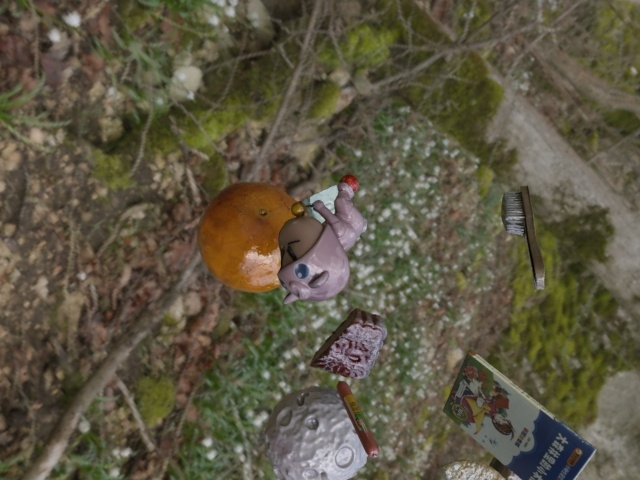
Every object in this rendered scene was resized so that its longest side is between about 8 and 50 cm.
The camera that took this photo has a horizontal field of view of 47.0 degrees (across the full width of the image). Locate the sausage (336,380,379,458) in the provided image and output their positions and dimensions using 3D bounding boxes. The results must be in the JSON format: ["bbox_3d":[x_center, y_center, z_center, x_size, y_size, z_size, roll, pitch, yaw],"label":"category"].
[{"bbox_3d":[0.075,0.367,1.530,0.029,0.029,0.223,-38,-143,6],"label":"sausage"}]

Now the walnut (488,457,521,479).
[{"bbox_3d":[0.629,0.786,2.469,0.162,0.140,0.140,-53,175,6],"label":"walnut"}]

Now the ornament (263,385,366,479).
[{"bbox_3d":[-0.015,0.615,2.315,0.337,0.337,0.337,-37,177,-2],"label":"ornament"}]

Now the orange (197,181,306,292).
[{"bbox_3d":[-0.163,-0.012,1.834,0.284,0.284,0.226,-36,168,-26],"label":"orange"}]

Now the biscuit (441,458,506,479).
[{"bbox_3d":[0.428,0.706,2.002,0.188,0.265,0.040,-43,176,4],"label":"biscuit"}]

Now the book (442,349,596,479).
[{"bbox_3d":[0.417,0.408,1.601,0.018,0.322,0.228,-30,145,-35],"label":"book"}]

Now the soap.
[{"bbox_3d":[0.036,-0.069,2.379,0.114,0.198,0.063,-27,-174,-12],"label":"soap"}]

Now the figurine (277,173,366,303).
[{"bbox_3d":[0.000,0.000,1.524,0.287,0.186,0.176,-53,-174,-30],"label":"figurine"}]

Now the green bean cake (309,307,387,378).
[{"bbox_3d":[0.097,0.334,2.387,0.097,0.198,0.233,-98,-149,-65],"label":"green bean cake"}]

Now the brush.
[{"bbox_3d":[0.402,-0.010,1.476,0.065,0.070,0.327,-2,-146,9],"label":"brush"}]
